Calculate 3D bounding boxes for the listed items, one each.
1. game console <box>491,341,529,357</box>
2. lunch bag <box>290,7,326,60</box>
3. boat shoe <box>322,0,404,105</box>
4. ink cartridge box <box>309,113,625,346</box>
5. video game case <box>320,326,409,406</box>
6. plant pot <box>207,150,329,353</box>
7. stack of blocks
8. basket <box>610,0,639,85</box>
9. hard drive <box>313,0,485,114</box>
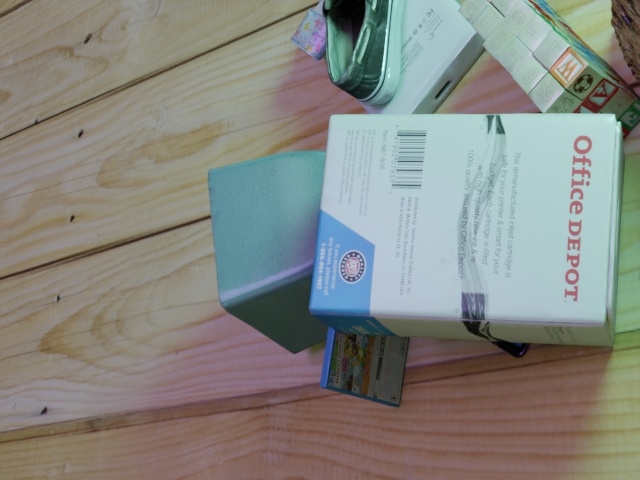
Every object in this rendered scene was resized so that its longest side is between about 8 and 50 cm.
[{"bbox_3d":[0.254,0.074,1.804,0.144,0.124,0.085,-64,17,5],"label":"game console"},{"bbox_3d":[-0.004,-0.352,2.181,0.071,0.053,0.083,-58,34,9],"label":"lunch bag"},{"bbox_3d":[0.065,-0.388,2.074,0.121,0.119,0.335,-24,59,38],"label":"boat shoe"},{"bbox_3d":[0.206,-0.013,1.715,0.395,0.166,0.285,2,75,18],"label":"ink cartridge box"},{"bbox_3d":[0.068,0.176,1.886,0.015,0.166,0.119,-3,73,44],"label":"video game case"},{"bbox_3d":[0.000,0.000,1.981,0.252,0.248,0.247,-19,60,21],"label":"plant pot"},{"bbox_3d":[0.318,-0.269,1.805,0.087,0.171,0.297,-49,46,19],"label":"stack of blocks"},{"bbox_3d":[0.525,-0.285,1.661,0.214,0.223,0.299,-19,56,2],"label":"basket"},{"bbox_3d":[0.119,-0.349,2.128,0.233,0.047,0.353,-52,46,18],"label":"hard drive"}]
